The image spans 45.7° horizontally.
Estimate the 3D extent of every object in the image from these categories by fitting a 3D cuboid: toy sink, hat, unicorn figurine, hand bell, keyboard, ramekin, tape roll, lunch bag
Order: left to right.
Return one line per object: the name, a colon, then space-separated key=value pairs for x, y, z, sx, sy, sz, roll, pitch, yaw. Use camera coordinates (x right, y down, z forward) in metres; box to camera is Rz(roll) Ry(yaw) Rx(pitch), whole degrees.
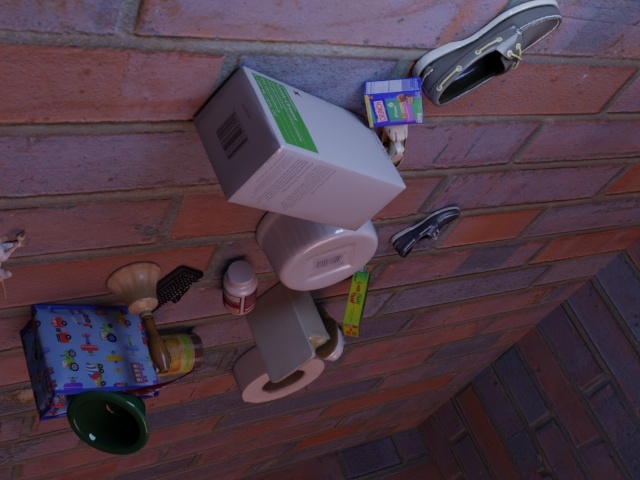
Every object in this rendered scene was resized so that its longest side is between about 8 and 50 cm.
unicorn figurine: x=-0.600 y=0.021 z=1.406 sx=0.111 sy=0.060 sz=0.162 roll=-30 pitch=137 yaw=11
lunch bag: x=-0.499 y=0.260 z=1.725 sx=0.293 sy=0.221 sz=0.138 roll=-1 pitch=145 yaw=-38
hat: x=-0.422 y=0.349 z=1.674 sx=0.208 sy=0.183 sz=0.173 roll=24 pitch=121 yaw=-3
hand bell: x=-0.377 y=0.181 z=1.662 sx=0.126 sy=0.242 sz=0.126 roll=-19 pitch=153 yaw=-10
keyboard: x=-0.359 y=0.124 z=1.819 sx=0.180 sy=0.023 sz=0.108 roll=-34 pitch=152 yaw=19
tape roll: x=-0.135 y=0.410 z=2.431 sx=0.286 sy=0.100 sz=0.286 roll=-20 pitch=153 yaw=-11
toy sink: x=-0.079 y=0.252 z=2.047 sx=0.153 sy=0.234 sz=0.131 roll=-38 pitch=150 yaw=21
ramekin: x=0.000 y=0.000 z=1.772 sx=0.277 sy=0.135 sz=0.277 roll=-20 pitch=152 yaw=-11

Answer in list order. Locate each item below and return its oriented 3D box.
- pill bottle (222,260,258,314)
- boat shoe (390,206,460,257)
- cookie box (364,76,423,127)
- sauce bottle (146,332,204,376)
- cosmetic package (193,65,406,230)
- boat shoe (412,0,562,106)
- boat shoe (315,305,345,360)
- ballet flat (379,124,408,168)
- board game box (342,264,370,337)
pill bottle: x=-0.197 y=0.114 z=1.865 sx=0.086 sy=0.086 sz=0.152 roll=-16 pitch=152 yaw=-18
boat shoe: x=0.293 y=-0.020 z=2.057 sx=0.206 sy=0.065 sz=0.075 roll=-28 pitch=153 yaw=6
cookie box: x=0.142 y=-0.265 z=1.465 sx=0.107 sy=0.040 sz=0.092 roll=-3 pitch=146 yaw=11
sauce bottle: x=-0.469 y=0.305 z=1.951 sx=0.344 sy=0.111 sz=0.111 roll=-3 pitch=146 yaw=-39
cosmetic package: x=-0.031 y=-0.156 z=1.403 sx=0.155 sy=0.197 sz=0.365 roll=-42 pitch=150 yaw=28
boat shoe: x=0.331 y=-0.356 z=1.457 sx=0.305 sy=0.091 sz=0.109 roll=-27 pitch=153 yaw=4
boat shoe: x=0.031 y=0.276 z=2.159 sx=0.098 sy=0.277 sz=0.096 roll=-42 pitch=109 yaw=6
ballet flat: x=0.158 y=-0.221 z=1.582 sx=0.073 sy=0.067 sz=0.206 roll=-17 pitch=152 yaw=-5
board game box: x=0.101 y=0.166 z=2.112 sx=0.043 sy=0.181 sz=0.092 roll=10 pitch=153 yaw=8
